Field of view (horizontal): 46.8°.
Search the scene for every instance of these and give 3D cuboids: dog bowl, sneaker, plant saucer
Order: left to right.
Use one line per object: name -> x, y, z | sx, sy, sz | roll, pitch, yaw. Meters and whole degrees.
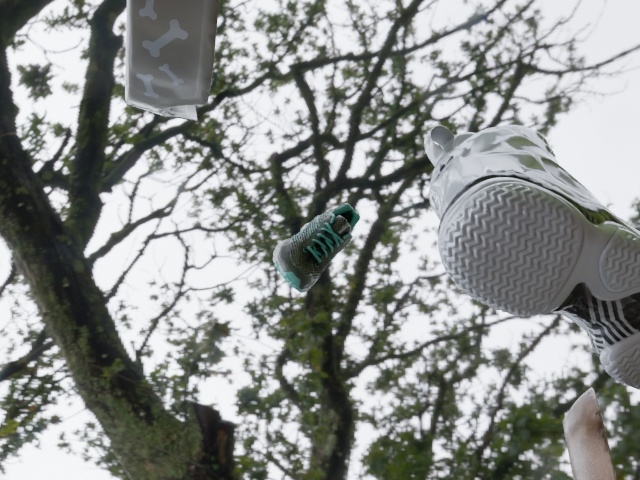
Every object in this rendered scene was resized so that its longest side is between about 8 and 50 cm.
dog bowl -> -0.197, -0.326, 0.955 | 0.102, 0.349, 0.348 | 1, -99, -15
sneaker -> 0.000, 0.000, 0.877 | 0.065, 0.076, 0.166 | 47, -150, -8
sneaker -> 0.252, 0.004, 0.718 | 0.366, 0.137, 0.210 | 25, -152, -22
plant saucer -> 0.259, 0.240, 0.694 | 0.198, 0.036, 0.198 | -12, -90, -74
